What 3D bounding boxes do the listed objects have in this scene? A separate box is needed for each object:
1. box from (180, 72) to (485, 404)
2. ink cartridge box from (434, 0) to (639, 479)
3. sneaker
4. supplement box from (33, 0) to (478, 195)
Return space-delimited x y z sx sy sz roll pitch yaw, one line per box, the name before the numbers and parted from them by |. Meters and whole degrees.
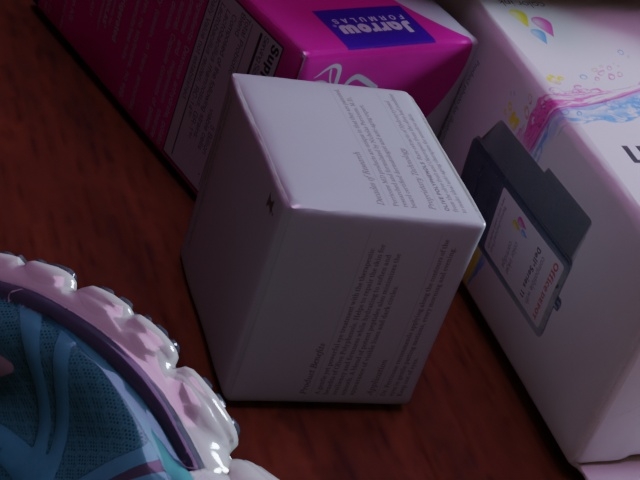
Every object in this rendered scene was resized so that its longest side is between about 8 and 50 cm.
box | 0.000 0.000 0.597 0.087 0.101 0.102 4 36 -23
ink cartridge box | 0.180 -0.006 0.681 0.207 0.119 0.353 2 38 -25
sneaker | -0.067 0.102 0.431 0.275 0.107 0.110 39 48 25
supplement box | -0.042 -0.112 0.721 0.111 0.114 0.220 -11 47 -39
